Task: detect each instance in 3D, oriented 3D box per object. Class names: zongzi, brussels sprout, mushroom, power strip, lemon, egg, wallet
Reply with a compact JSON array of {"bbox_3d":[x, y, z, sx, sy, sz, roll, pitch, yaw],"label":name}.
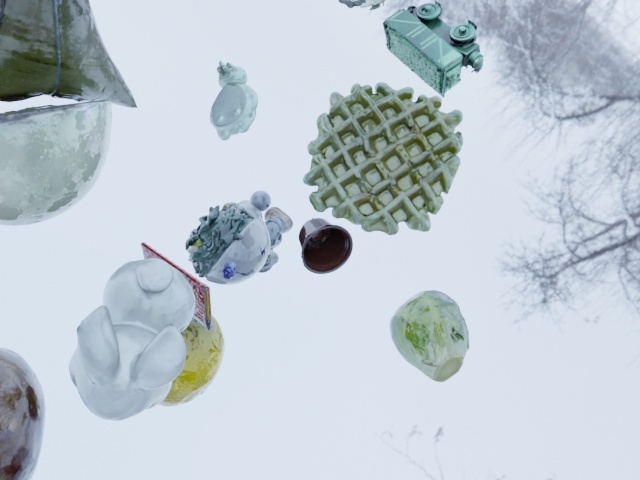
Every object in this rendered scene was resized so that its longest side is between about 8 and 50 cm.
[{"bbox_3d":[-0.454,-0.421,1.061,0.174,0.356,0.392,39,-155,26],"label":"zongzi"},{"bbox_3d":[0.310,0.263,1.604,0.219,0.210,0.271,55,-172,-32],"label":"brussels sprout"},{"bbox_3d":[-0.666,0.379,1.164,0.239,0.345,0.345,33,-154,-47],"label":"mushroom"},{"bbox_3d":[-0.088,-0.139,0.563,0.035,0.055,0.083,40,-141,-54],"label":"power strip"},{"bbox_3d":[-0.376,0.295,1.487,0.245,0.320,0.245,22,-143,-18],"label":"lemon"},{"bbox_3d":[-0.516,-0.134,1.029,0.337,0.336,0.201,-48,-48,-61],"label":"egg"},{"bbox_3d":[-0.274,0.083,1.097,0.196,0.103,0.020,30,-136,33],"label":"wallet"}]

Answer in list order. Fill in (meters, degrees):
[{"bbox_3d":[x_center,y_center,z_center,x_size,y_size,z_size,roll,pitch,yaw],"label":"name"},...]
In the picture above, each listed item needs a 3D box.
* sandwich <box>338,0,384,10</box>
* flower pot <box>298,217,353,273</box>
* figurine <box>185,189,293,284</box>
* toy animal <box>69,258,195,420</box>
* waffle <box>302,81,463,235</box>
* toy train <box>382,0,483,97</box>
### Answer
[{"bbox_3d":[0.089,-0.463,0.980,0.122,0.128,0.236,-3,-161,9],"label":"sandwich"},{"bbox_3d":[0.000,0.000,1.173,0.111,0.111,0.089,23,-163,-30],"label":"flower pot"},{"bbox_3d":[-0.188,-0.012,1.386,0.186,0.261,0.382,27,-162,9],"label":"figurine"},{"bbox_3d":[-0.230,0.116,0.727,0.127,0.179,0.193,22,-146,-11],"label":"toy animal"},{"bbox_3d":[0.118,-0.164,1.099,0.291,0.310,0.056,15,166,9],"label":"waffle"},{"bbox_3d":[0.278,-0.491,1.428,0.269,0.154,0.115,50,170,26],"label":"toy train"}]
